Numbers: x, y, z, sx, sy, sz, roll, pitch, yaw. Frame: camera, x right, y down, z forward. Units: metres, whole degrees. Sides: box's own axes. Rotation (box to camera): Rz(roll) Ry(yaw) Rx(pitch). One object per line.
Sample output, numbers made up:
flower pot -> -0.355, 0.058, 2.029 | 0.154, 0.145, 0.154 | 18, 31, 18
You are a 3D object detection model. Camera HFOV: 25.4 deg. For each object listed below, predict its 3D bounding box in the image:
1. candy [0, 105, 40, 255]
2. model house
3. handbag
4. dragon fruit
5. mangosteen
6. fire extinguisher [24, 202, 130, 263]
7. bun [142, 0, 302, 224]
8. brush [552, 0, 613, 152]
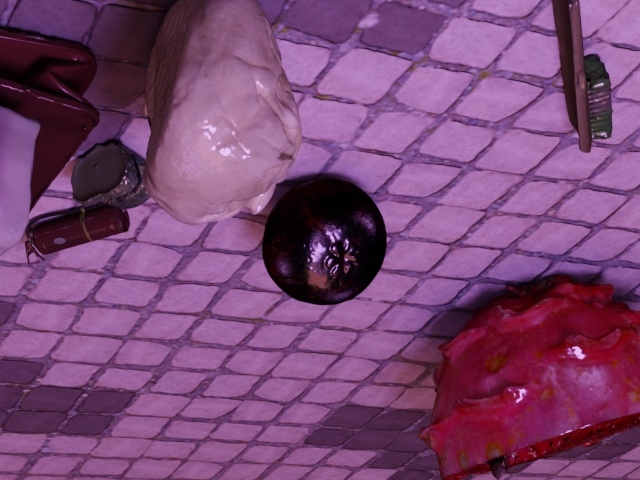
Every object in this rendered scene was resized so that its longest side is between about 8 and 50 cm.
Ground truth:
candy -> -0.432, -0.025, 1.301 | 0.208, 0.145, 0.358 | 20, 146, -39
model house -> -0.214, -0.061, 1.533 | 0.078, 0.066, 0.083 | -23, 149, 27
handbag -> -0.378, -0.117, 1.379 | 0.275, 0.084, 0.260 | 11, 148, -31
dragon fruit -> 0.306, 0.189, 1.955 | 0.386, 0.249, 0.371 | -26, 163, 34
mangosteen -> 0.000, 0.000, 1.637 | 0.152, 0.152, 0.152 | -7, 151, -4
fire extinguisher -> -0.286, -0.011, 1.629 | 0.132, 0.039, 0.056 | -15, 118, 12
bun -> -0.087, -0.120, 1.304 | 0.145, 0.229, 0.229 | 15, 145, -15
brush -> 0.273, -0.183, 1.469 | 0.048, 0.054, 0.282 | -22, 150, 4
